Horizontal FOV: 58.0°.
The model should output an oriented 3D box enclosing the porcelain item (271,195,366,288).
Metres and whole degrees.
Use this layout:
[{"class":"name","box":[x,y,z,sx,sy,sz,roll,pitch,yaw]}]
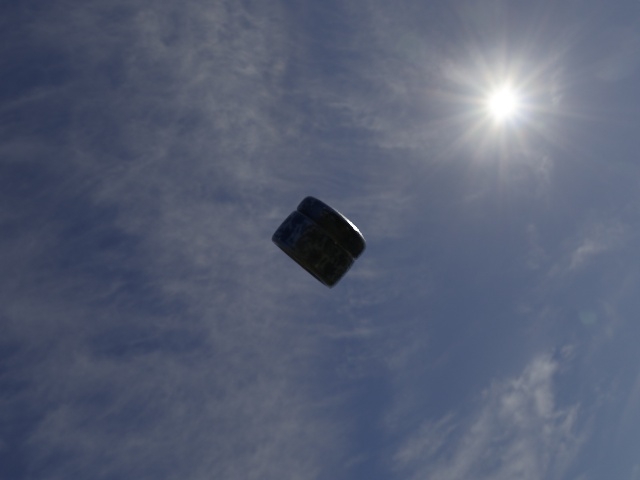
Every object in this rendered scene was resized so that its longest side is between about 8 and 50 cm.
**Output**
[{"class":"porcelain item","box":[0.000,0.000,1.029,0.114,0.147,0.147,-51,-46,-5]}]
